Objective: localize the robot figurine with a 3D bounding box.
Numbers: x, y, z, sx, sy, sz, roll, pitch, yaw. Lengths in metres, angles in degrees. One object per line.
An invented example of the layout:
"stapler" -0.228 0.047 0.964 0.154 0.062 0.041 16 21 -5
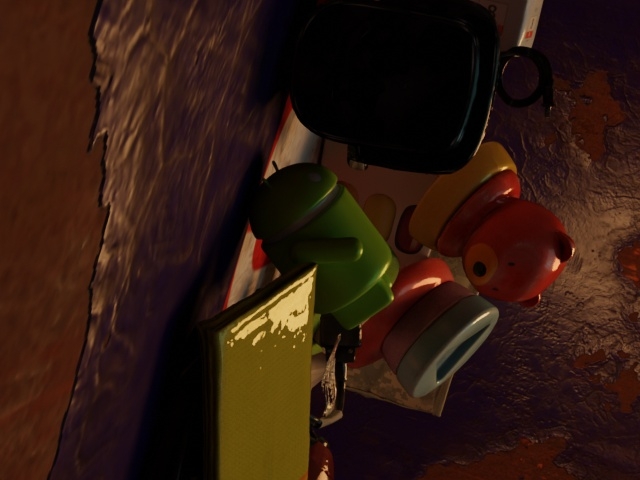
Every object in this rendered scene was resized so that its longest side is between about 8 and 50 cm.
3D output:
"robot figurine" 0.000 0.000 0.613 0.067 0.115 0.101 -34 -166 13

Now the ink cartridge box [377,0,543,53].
"ink cartridge box" 0.107 -0.242 0.719 0.045 0.145 0.179 -28 132 -52

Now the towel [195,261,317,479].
"towel" -0.038 0.135 0.575 0.102 0.021 0.237 -34 133 -52

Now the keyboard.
"keyboard" -0.088 0.176 0.677 0.317 0.033 0.202 85 23 -77

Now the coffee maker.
"coffee maker" 0.073 -0.112 0.627 0.178 0.171 0.120 -65 142 -76

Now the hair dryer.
"hair dryer" -0.048 0.171 0.687 0.223 0.080 0.294 -2 101 -68

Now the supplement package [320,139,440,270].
"supplement package" 0.078 -0.089 0.993 0.244 0.139 0.134 99 9 -56

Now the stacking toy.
"stacking toy" 0.093 0.085 0.918 0.279 0.130 0.309 -31 155 -29

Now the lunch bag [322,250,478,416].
"lunch bag" 0.100 0.089 1.376 0.169 0.235 0.287 49 59 -85
